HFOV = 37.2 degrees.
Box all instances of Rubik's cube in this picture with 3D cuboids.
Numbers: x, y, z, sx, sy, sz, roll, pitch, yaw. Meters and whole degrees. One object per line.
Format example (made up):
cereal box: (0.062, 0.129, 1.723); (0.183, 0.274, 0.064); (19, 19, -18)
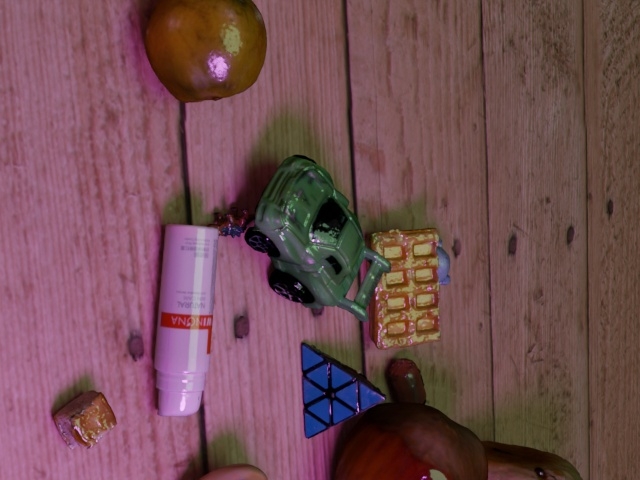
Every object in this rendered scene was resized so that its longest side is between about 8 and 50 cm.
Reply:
Rubik's cube: (0.028, 0.352, 2.058); (0.178, 0.211, 0.190); (-57, 160, 1)

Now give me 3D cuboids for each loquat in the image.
loquat: (-0.198, -0.363, 1.639); (0.213, 0.213, 0.246); (-15, 104, -46)

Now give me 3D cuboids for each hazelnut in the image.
hazelnut: (0.187, 0.523, 2.060); (0.365, 0.365, 0.366); (-6, 98, -48)

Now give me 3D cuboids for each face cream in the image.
face cream: (-0.243, 0.145, 1.704); (0.102, 0.102, 0.346); (4, 89, -48)

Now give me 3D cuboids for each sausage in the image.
sausage: (0.206, 0.341, 2.243); (0.076, 0.076, 0.141); (-38, 121, -39)

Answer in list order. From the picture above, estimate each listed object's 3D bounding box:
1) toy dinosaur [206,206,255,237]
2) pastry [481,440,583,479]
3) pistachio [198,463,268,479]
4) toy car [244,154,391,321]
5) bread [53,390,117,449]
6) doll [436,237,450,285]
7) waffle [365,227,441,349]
toy dinosaur: (-0.161, -0.034, 1.815); (0.154, 0.049, 0.055); (-15, 105, -46)
pastry: (0.463, 0.673, 2.332); (0.388, 0.388, 0.313); (0, 102, -48)
pistachio: (-0.162, 0.571, 1.750); (0.237, 0.229, 0.321); (10, 92, -6)
toy car: (0.000, 0.000, 1.887); (0.213, 0.176, 0.359); (-61, 148, -26)
bread: (-0.391, 0.297, 1.577); (0.083, 0.076, 0.070); (-37, 108, -39)
doll: (0.226, 0.069, 2.249); (0.179, 0.075, 0.120); (-18, 107, -18)
waffle: (0.188, 0.105, 2.166); (0.167, 0.057, 0.274); (-6, 98, -20)
